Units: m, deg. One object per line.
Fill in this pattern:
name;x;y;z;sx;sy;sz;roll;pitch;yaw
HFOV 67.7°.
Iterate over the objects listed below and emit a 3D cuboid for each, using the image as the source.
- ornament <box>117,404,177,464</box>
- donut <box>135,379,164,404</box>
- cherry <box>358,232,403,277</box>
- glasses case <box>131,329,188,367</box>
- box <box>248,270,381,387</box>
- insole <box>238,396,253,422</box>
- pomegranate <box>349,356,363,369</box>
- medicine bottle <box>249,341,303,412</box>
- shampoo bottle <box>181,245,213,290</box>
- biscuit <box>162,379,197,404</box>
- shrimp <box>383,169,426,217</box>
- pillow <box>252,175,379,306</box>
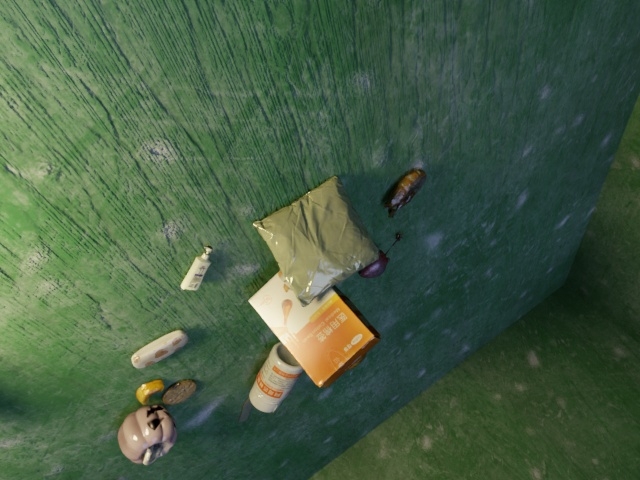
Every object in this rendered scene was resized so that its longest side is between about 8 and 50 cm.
ornament;-0.544;0.620;1.516;0.178;0.177;0.177;-24;141;-22
donut;-0.526;0.470;1.481;0.083;0.038;0.067;-12;132;-32
cherry;0.216;0.061;1.694;0.226;0.090;0.107;-32;132;-27
glasses case;-0.460;0.312;1.373;0.164;0.041;0.063;-28;142;-18
box;-0.014;0.237;1.428;0.225;0.341;0.143;-43;164;3
insole;-0.295;0.682;1.939;0.064;0.004;0.188;-5;130;-38
pomegranate;0.078;0.375;1.804;0.215;0.215;0.215;-24;141;-22
medicine bottle;-0.160;0.507;1.765;0.145;0.144;0.252;-1;129;-42
shampoo bottle;-0.318;0.072;1.259;0.049;0.034;0.141;14;117;-41
biscuit;-0.468;0.507;1.590;0.120;0.015;0.120;-25;141;-22
shrimp;0.280;-0.147;1.557;0.187;0.051;0.132;-44;144;-1
pillow;-0.001;0.002;1.327;0.281;0.076;0.274;-31;100;-13
